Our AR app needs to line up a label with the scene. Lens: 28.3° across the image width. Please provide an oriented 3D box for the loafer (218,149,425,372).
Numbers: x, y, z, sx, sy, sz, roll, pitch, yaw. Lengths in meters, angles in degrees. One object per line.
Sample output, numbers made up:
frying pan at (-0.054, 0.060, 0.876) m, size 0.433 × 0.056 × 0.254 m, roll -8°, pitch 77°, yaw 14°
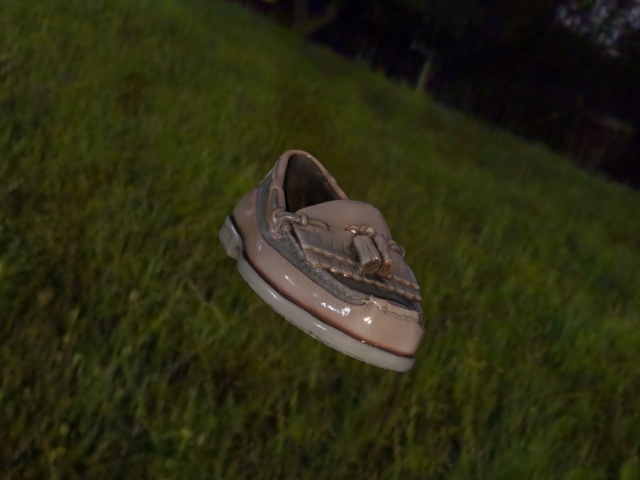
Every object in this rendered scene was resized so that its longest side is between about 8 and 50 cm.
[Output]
loafer at (0.000, 0.000, 0.370) m, size 0.045 × 0.039 × 0.125 m, roll 24°, pitch 5°, yaw -22°
